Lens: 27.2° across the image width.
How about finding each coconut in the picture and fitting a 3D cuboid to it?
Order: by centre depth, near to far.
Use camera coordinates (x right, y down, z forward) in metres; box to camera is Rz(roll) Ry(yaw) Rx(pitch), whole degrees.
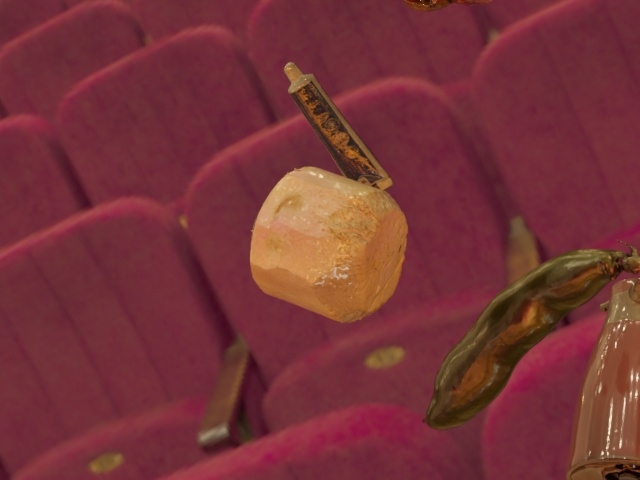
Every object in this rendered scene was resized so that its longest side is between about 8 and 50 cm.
[{"bbox_3d":[0.000,0.000,1.087,0.122,0.116,0.116,16,42,28],"label":"coconut"}]

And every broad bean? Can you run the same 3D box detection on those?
[{"bbox_3d":[0.159,0.075,1.087,0.046,0.065,0.254,-9,-32,-52],"label":"broad bean"}]

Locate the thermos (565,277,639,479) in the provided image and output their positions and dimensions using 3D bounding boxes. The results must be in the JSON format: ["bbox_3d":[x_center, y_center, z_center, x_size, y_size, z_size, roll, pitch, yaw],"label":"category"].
[{"bbox_3d":[0.387,0.182,1.620,0.146,0.176,0.265,4,58,16],"label":"thermos"}]

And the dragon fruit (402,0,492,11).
[{"bbox_3d":[0.135,-0.355,1.472,0.147,0.211,0.282,18,3,34],"label":"dragon fruit"}]

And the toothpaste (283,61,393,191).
[{"bbox_3d":[0.016,-0.133,1.605,0.057,0.197,0.035,-26,19,29],"label":"toothpaste"}]
